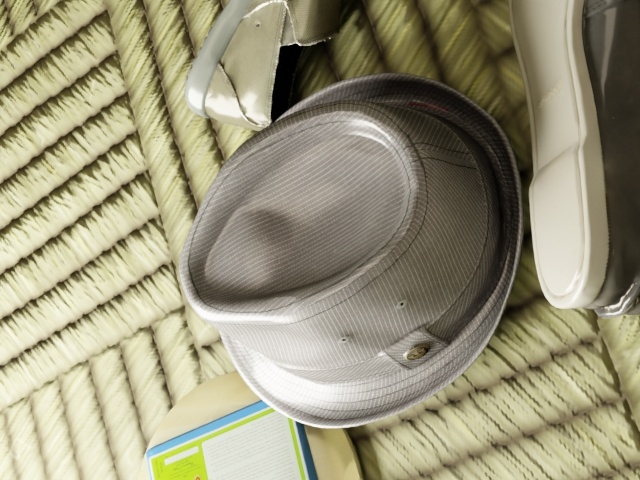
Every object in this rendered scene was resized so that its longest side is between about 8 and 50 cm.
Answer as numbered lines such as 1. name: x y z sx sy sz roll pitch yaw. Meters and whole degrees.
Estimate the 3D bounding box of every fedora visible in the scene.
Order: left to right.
1. fedora: 0.000 0.000 0.843 0.275 0.124 0.243 -25 70 26

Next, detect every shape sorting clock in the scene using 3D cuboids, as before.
1. shape sorting clock: -0.056 0.202 0.934 0.206 0.040 0.206 -10 70 30

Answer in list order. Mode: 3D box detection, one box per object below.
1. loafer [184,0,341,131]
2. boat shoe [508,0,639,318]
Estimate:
1. loafer: -0.013 -0.188 0.929 0.087 0.094 0.251 34 117 11
2. boat shoe: 0.183 -0.117 0.767 0.112 0.095 0.335 145 126 -70
